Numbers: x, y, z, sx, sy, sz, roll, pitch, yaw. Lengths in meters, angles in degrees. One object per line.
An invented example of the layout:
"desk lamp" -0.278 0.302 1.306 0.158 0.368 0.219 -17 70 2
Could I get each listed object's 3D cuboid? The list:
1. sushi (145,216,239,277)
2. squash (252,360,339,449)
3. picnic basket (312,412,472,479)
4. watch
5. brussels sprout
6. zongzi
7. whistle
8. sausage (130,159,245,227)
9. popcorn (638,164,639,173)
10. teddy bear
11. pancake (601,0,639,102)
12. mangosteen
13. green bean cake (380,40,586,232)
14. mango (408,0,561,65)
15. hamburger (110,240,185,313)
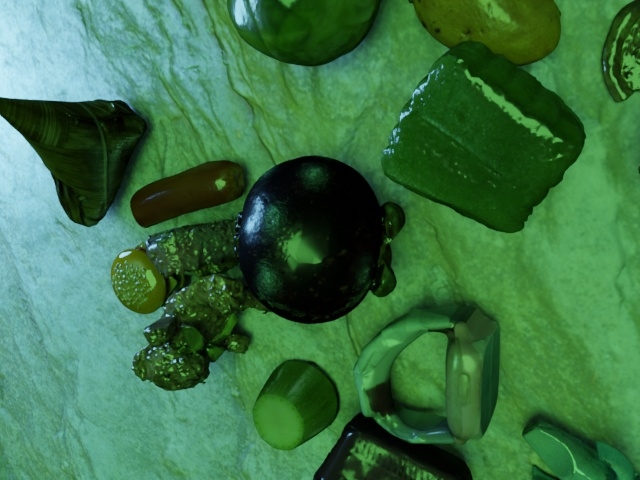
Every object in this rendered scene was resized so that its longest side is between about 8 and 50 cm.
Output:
"sushi" -0.226 0.010 0.917 0.161 0.241 0.107 9 113 59
"squash" -0.058 0.343 0.937 0.170 0.123 0.170 5 101 25
"picnic basket" 0.151 0.439 0.845 0.297 0.222 0.129 22 87 15
"watch" 0.183 0.236 0.812 0.241 0.161 0.253 5 102 33
"brussels sprout" -0.011 -0.402 0.690 0.219 0.210 0.271 39 107 35
"zongzi" -0.518 -0.153 0.896 0.134 0.288 0.286 35 113 16
"whistle" 0.471 0.406 0.759 0.274 0.093 0.186 37 139 13
"sausage" -0.285 -0.094 0.933 0.300 0.083 0.089 -14 109 25
"popcorn" 0.553 -0.105 0.501 0.312 0.312 0.312 5 104 20
"teddy bear" -0.232 0.191 0.906 0.296 0.246 0.223 -10 74 36
"pancake" 0.494 -0.268 0.626 0.184 0.020 0.190 34 112 9
"mangosteen" 0.000 0.000 0.754 0.288 0.288 0.288 5 104 20
"green bean cake" 0.237 -0.140 0.672 0.248 0.125 0.222 38 135 9
"mango" 0.243 -0.341 0.655 0.227 0.109 0.147 33 112 10
"hamburger" -0.378 0.079 0.993 0.162 0.115 0.162 5 104 21
